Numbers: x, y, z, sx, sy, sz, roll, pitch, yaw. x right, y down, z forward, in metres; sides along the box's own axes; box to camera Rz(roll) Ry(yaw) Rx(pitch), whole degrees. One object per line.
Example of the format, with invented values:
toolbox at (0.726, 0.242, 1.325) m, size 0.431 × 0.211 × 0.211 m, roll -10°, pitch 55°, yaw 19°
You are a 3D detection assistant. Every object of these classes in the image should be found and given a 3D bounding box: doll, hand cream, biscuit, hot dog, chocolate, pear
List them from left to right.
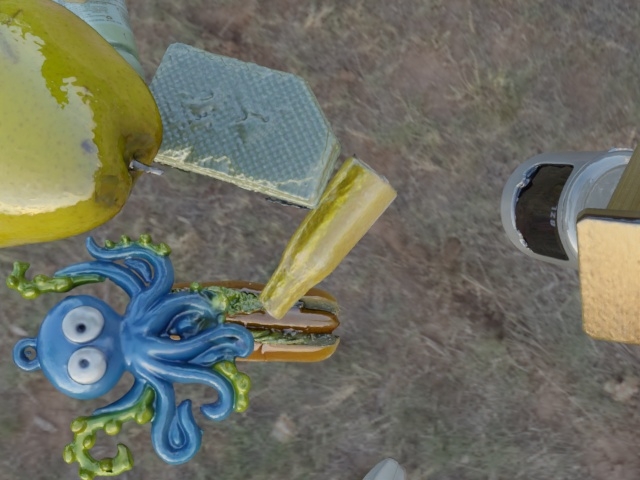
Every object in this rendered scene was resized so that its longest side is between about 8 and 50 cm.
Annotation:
pear at (-0.328, -0.116, 1.093) m, size 0.285 × 0.285 × 0.336 m, roll -44°, pitch 69°, yaw 9°
hand cream at (-0.325, -0.313, 1.429) m, size 0.093 × 0.147 × 0.306 m, roll -60°, pitch 42°, yaw 43°
doll at (-0.264, 0.158, 1.429) m, size 0.341 × 0.099 × 0.346 m, roll -6°, pitch 86°, yaw -6°
biscuit at (-0.094, -0.137, 1.183) m, size 0.252 × 0.052 × 0.150 m, roll 19°, pitch 74°, yaw 17°
hot dog at (-0.130, 0.133, 1.683) m, size 0.337 × 0.100 × 0.135 m, roll 5°, pitch 79°, yaw -10°
chocolate at (0.000, 0.000, 1.240) m, size 0.085 × 0.085 × 0.219 m, roll 38°, pitch 88°, yaw 26°

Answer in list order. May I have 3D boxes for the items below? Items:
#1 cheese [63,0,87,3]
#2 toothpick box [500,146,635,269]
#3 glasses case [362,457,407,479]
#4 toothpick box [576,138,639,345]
cheese at (-0.214, -0.300, 0.919) m, size 0.043 × 0.194 × 0.065 m, roll 30°, pitch 50°, yaw 3°
toothpick box at (0.455, -0.054, 1.758) m, size 0.228 × 0.316 × 0.229 m, roll -2°, pitch 96°, yaw -16°
glasses case at (0.037, 0.273, 0.916) m, size 0.051 × 0.204 × 0.081 m, roll 33°, pitch 118°, yaw 2°
toothpick box at (0.460, -0.024, 1.286) m, size 0.187 × 0.308 × 0.190 m, roll 6°, pitch 126°, yaw 29°
